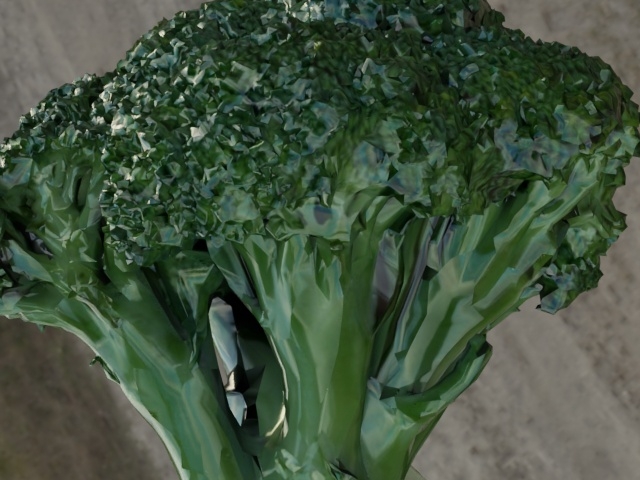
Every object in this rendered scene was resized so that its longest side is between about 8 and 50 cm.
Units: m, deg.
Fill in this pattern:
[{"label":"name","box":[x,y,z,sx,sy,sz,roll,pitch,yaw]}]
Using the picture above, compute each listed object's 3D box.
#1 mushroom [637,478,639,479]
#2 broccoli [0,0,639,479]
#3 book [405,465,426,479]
[{"label":"mushroom","box":[0.277,0.248,0.941,0.154,0.122,0.154,8,112,21]},{"label":"broccoli","box":[0.000,0.000,0.509,0.269,0.262,0.241,53,-146,-65]},{"label":"book","box":[-0.016,0.168,0.780,0.138,0.016,0.198,42,134,7]}]
